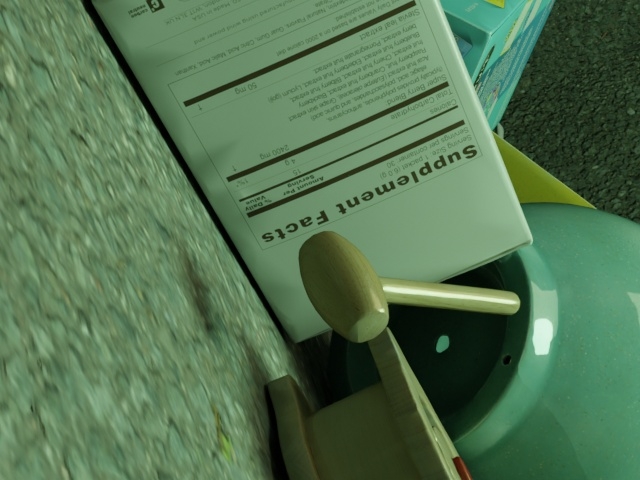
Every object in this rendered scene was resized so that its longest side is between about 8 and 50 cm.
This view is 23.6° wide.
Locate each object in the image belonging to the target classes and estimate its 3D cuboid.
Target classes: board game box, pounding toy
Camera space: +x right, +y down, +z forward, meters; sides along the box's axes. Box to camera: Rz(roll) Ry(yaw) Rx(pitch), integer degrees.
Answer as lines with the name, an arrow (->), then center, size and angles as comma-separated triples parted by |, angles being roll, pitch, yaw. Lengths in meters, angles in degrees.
board game box -> 0.149, -0.180, 1.590 | 0.079, 0.254, 0.336 | 28, 35, 10
pounding toy -> 0.069, 0.122, 0.844 | 0.269, 0.155, 0.154 | 61, 5, -45

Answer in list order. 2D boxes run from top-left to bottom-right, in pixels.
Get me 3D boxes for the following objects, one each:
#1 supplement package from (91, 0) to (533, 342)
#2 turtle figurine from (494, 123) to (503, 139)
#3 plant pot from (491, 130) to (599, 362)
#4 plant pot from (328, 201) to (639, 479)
supplement package -> -0.007, -0.115, 0.954 | 0.177, 0.175, 0.293 | -107, 172, -48
turtle figurine -> 0.148, -0.003, 1.770 | 0.274, 0.198, 0.266 | 25, 46, -75
plant pot -> 0.171, 0.027, 1.496 | 0.212, 0.187, 0.212 | 39, 0, 10
plant pot -> 0.131, 0.095, 1.074 | 0.196, 0.293, 0.293 | 27, 34, -41
